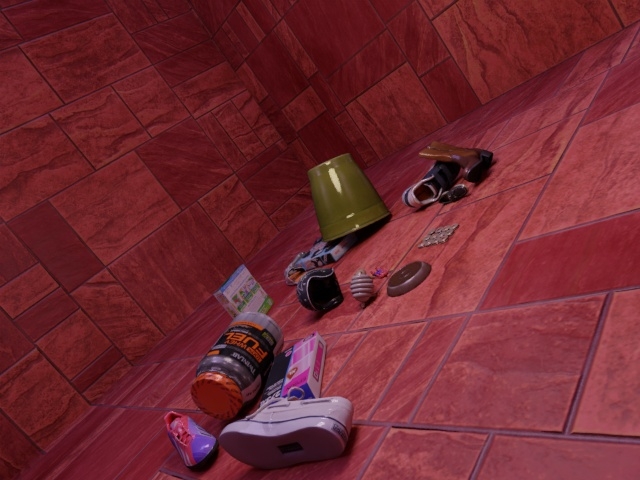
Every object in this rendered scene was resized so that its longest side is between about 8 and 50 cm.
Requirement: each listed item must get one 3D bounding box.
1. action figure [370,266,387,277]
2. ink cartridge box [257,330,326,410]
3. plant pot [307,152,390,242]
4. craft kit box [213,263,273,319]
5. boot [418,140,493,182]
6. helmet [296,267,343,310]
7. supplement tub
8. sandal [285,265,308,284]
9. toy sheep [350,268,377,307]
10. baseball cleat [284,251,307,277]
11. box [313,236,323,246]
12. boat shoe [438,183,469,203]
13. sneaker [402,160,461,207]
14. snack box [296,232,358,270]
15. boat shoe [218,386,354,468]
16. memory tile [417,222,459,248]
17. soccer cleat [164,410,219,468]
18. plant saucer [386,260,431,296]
[{"bbox_3d":[0.214,0.115,1.774,0.038,0.030,0.115,-34,13,-12],"label":"action figure"},{"bbox_3d":[-0.078,0.408,1.397,0.175,0.069,0.371,-34,14,14],"label":"ink cartridge box"},{"bbox_3d":[0.108,-0.223,2.399,0.366,0.353,0.366,-24,4,2],"label":"plant pot"},{"bbox_3d":[-0.350,0.271,2.275,0.061,0.247,0.250,-34,11,29],"label":"craft kit box"},{"bbox_3d":[0.546,-0.344,2.043,0.280,0.096,0.264,20,45,26],"label":"boot"},{"bbox_3d":[-0.009,0.184,1.826,0.161,0.170,0.169,-20,12,2],"label":"helmet"},{"bbox_3d":[-0.268,0.403,1.605,0.207,0.207,0.338,-30,14,29],"label":"supplement tub"},{"bbox_3d":[-0.113,0.164,2.417,0.102,0.076,0.265,-41,12,-20],"label":"sandal"},{"bbox_3d":[0.141,0.158,1.630,0.091,0.132,0.091,-5,-17,-2],"label":"toy sheep"},{"bbox_3d":[-0.133,0.132,2.625,0.109,0.072,0.206,-46,-6,41],"label":"baseball cleat"},{"bbox_3d":[0.000,0.000,2.882,0.083,0.018,0.067,-32,13,25],"label":"box"},{"bbox_3d":[0.529,-0.178,1.949,0.049,0.056,0.152,-48,6,-26],"label":"boat shoe"},{"bbox_3d":[0.508,-0.255,2.135,0.321,0.126,0.127,-43,11,-4],"label":"sneaker"},{"bbox_3d":[0.029,0.056,2.467,0.187,0.060,0.321,-43,13,-34],"label":"snack box"},{"bbox_3d":[-0.076,0.421,1.147,0.367,0.136,0.156,-25,16,34],"label":"boat shoe"},{"bbox_3d":[0.416,-0.017,1.735,0.113,0.012,0.148,-43,13,-30],"label":"memory tile"},{"bbox_3d":[-0.399,0.591,1.469,0.108,0.116,0.318,-42,12,-26],"label":"soccer cleat"},{"bbox_3d":[0.278,0.117,1.575,0.168,0.029,0.168,-34,11,8],"label":"plant saucer"}]
